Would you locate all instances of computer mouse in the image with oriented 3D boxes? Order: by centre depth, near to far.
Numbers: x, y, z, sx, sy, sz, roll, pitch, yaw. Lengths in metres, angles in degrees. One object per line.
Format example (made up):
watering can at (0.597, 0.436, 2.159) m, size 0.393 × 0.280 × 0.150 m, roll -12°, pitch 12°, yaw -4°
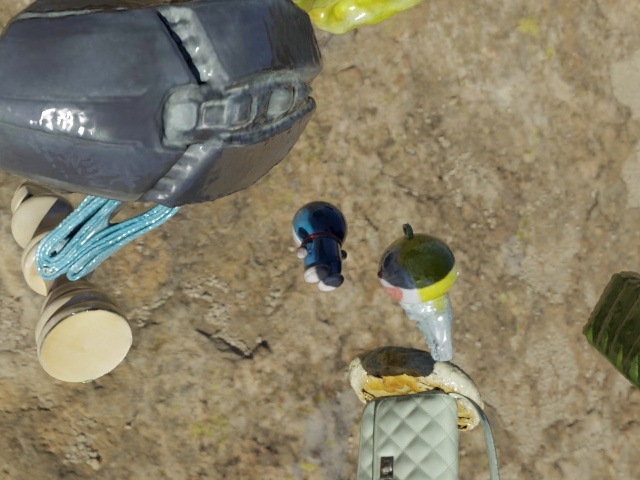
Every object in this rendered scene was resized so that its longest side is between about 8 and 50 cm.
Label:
computer mouse at (-0.065, -0.067, 0.367) m, size 0.192 × 0.062 × 0.105 m, roll -11°, pitch 121°, yaw -41°

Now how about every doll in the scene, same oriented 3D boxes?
doll at (0.000, 0.000, 1.168) m, size 0.114 × 0.085 × 0.152 m, roll 33°, pitch 39°, yaw -41°

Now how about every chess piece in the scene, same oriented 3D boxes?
chess piece at (-0.371, 0.026, 1.103) m, size 0.117 × 0.397 × 0.117 m, roll -16°, pitch 129°, yaw -20°

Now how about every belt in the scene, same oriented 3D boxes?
belt at (-0.214, -0.033, 0.762) m, size 0.179 × 0.065 × 0.100 m, roll -37°, pitch 98°, yaw 11°

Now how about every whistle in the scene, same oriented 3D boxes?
whistle at (0.149, 0.082, 1.172) m, size 0.123 × 0.123 × 0.223 m, roll -23°, pitch 104°, yaw -37°

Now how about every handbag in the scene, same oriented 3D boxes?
handbag at (0.157, 0.338, 1.144) m, size 0.079 × 0.219 × 0.256 m, roll 38°, pitch 46°, yaw -41°

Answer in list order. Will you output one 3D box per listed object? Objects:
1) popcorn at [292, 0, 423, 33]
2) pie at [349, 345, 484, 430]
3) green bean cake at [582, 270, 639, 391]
popcorn at (-0.002, -0.371, 0.939) m, size 0.326 × 0.290 × 0.321 m, roll 17°, pitch 82°, yaw -7°
pie at (0.179, 0.284, 1.482) m, size 0.274 × 0.274 × 0.055 m, roll 45°, pitch 52°, yaw -27°
green bean cake at (0.469, 0.143, 0.954) m, size 0.222 × 0.248 × 0.125 m, roll 24°, pitch 104°, yaw -10°
